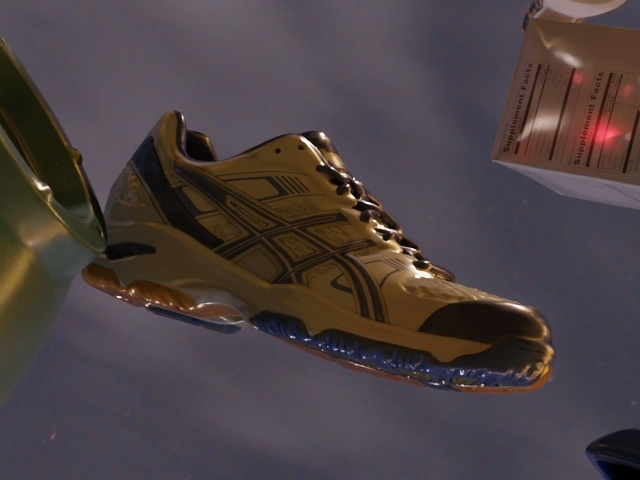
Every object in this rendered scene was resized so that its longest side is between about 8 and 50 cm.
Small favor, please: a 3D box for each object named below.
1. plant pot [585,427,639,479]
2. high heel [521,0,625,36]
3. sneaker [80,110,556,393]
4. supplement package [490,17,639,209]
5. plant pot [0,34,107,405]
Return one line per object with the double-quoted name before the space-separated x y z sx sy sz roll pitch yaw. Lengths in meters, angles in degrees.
"plant pot" 0.285 0.277 1.042 0.236 0.236 0.212 46 -116 -45
"high heel" 0.309 -0.317 1.695 0.093 0.261 0.186 26 -143 -5
"sneaker" 0.000 0.000 0.824 0.296 0.112 0.131 15 -100 23
"supplement package" 0.292 -0.096 1.226 0.139 0.244 0.133 19 -94 -51
"plant pot" -0.239 -0.022 0.770 0.196 0.293 0.293 -31 -100 3
